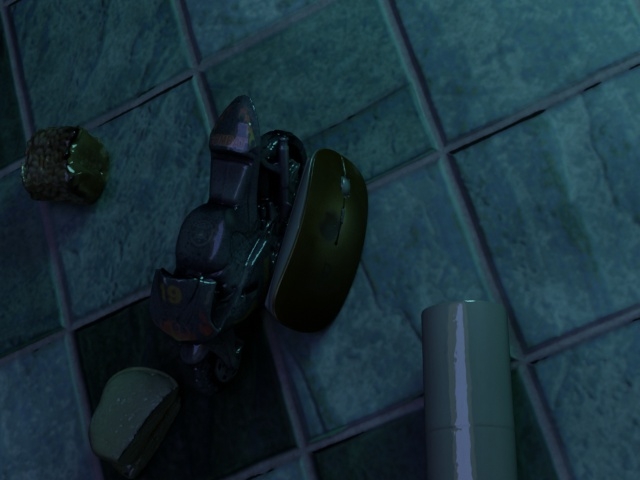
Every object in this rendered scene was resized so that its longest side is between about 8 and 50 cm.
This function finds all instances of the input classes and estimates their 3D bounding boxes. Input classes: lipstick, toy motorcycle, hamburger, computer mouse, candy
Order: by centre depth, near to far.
[{"bbox_3d":[0.144,0.224,1.119,0.087,0.087,0.327,-9,70,22],"label":"lipstick"},{"bbox_3d":[-0.096,0.011,1.256,0.108,0.173,0.307,12,80,29],"label":"toy motorcycle"},{"bbox_3d":[0.001,0.001,1.259,0.045,0.102,0.199,6,73,43],"label":"computer mouse"},{"bbox_3d":[-0.213,0.193,1.321,0.084,0.054,0.121,31,85,34],"label":"hamburger"},{"bbox_3d":[-0.314,-0.093,1.447,0.110,0.085,0.095,-4,62,28],"label":"candy"}]
